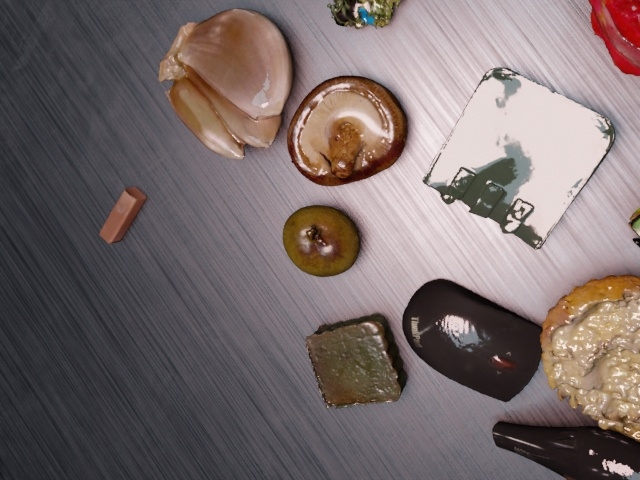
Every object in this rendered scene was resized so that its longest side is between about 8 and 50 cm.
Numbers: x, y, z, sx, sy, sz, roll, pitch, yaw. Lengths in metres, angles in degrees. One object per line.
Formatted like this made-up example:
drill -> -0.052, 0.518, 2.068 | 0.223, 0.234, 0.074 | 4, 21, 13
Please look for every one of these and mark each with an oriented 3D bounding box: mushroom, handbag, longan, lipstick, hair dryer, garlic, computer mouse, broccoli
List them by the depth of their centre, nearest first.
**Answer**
handbag -> 0.348, -0.144, 1.002 | 0.247, 0.079, 0.260 | 34, 111, 13
broccoli -> 0.076, -0.453, 1.005 | 0.167, 0.160, 0.154 | 18, 125, 36
hair dryer -> 0.506, 0.476, 1.042 | 0.303, 0.120, 0.359 | -10, 119, 51
computer mouse -> 0.282, 0.190, 1.082 | 0.269, 0.100, 0.170 | 25, 111, 16
mushroom -> 0.052, -0.208, 1.085 | 0.231, 0.138, 0.194 | -10, 83, 12
longan -> 0.000, 0.000, 1.119 | 0.154, 0.176, 0.145 | -2, 85, 7
garlic -> -0.173, -0.324, 1.143 | 0.325, 0.132, 0.279 | 38, 112, 13
lipstick -> -0.480, -0.060, 1.363 | 0.045, 0.045, 0.145 | 42, 112, 11

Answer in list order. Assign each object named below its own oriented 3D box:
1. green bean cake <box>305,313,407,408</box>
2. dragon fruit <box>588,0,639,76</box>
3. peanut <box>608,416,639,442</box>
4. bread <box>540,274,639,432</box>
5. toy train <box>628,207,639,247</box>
green bean cake -> 0.078, 0.251, 1.176 | 0.181, 0.094, 0.173 | -18, 93, 24
dragon fruit -> 0.563, -0.367, 0.788 | 0.386, 0.249, 0.371 | 2, 86, 17
peanut -> 0.607, 0.387, 0.994 | 0.103, 0.098, 0.229 | -36, 83, 2
bread -> 0.512, 0.181, 0.963 | 0.274, 0.149, 0.274 | 3, 103, 15
toy train -> 0.614, -0.088, 0.865 | 0.100, 0.160, 0.296 | 48, 113, 14
